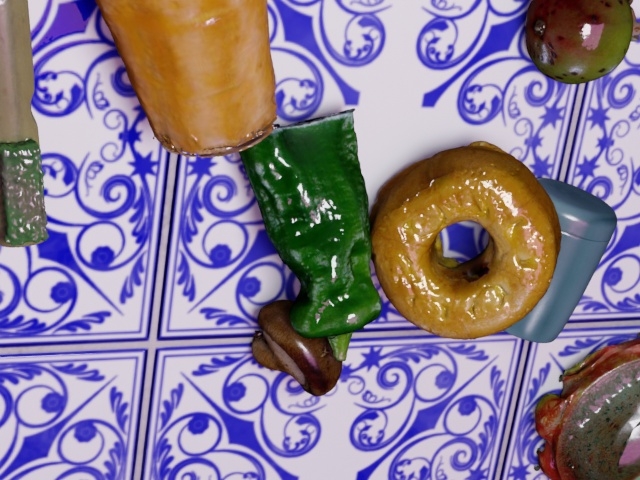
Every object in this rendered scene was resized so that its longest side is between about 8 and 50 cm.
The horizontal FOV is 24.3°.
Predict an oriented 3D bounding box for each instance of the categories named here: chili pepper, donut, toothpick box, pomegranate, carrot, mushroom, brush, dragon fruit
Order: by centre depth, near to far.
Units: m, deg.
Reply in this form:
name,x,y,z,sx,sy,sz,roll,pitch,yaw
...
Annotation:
name,x,y,z,sx,sy,sz,roll,pitch,yaw
carrot,-0.126,-0.234,1.470,0.196,0.196,0.254,-25,130,-12
brush,-0.311,-0.120,1.506,0.054,0.048,0.282,-11,115,-22
chili pepper,0.000,0.000,1.624,0.136,0.099,0.270,-15,93,-37
pomegranate,0.306,-0.248,1.672,0.159,0.129,0.129,-31,122,-17
donut,0.162,0.003,1.684,0.226,0.114,0.227,2,105,8
mushroom,-0.026,0.126,1.703,0.087,0.127,0.127,-40,123,-7
toothpick box,0.271,0.028,1.788,0.120,0.120,0.184,9,112,-27
dragon fruit,0.423,0.240,1.953,0.295,0.130,0.268,-9,111,-20
